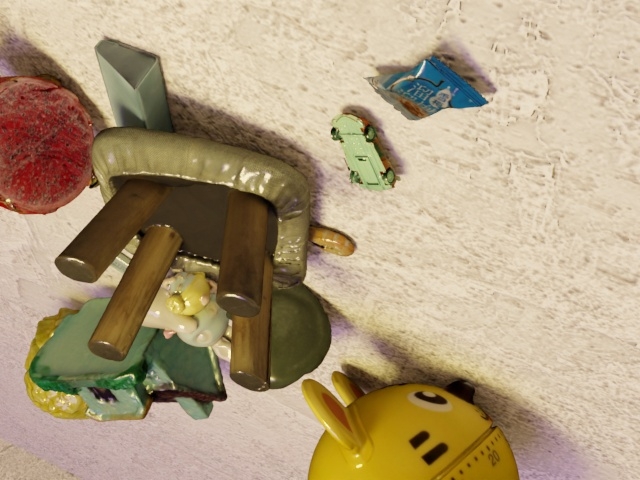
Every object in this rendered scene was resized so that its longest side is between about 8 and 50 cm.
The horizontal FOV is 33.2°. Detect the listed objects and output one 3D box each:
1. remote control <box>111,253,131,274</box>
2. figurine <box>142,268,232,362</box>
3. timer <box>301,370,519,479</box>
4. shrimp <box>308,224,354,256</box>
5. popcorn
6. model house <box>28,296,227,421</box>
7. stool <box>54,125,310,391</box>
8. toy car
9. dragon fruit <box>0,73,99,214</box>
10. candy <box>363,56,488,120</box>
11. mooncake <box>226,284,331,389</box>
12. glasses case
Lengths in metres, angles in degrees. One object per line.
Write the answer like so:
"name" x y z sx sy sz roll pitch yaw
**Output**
"remote control" -0.349 0.052 1.957 0.124 0.018 0.053 34 150 -7
"figurine" -0.218 0.116 1.836 0.235 0.127 0.155 27 131 3
"timer" 0.123 0.359 1.709 0.387 0.376 0.376 52 153 12
"shrimp" 0.000 0.000 1.553 0.108 0.023 0.059 19 157 22
"popcorn" -0.483 0.245 2.199 0.259 0.259 0.212 12 131 30
"model house" -0.346 0.260 2.007 0.280 0.230 0.249 -5 128 31
"stool" -0.185 0.029 1.472 0.310 0.226 0.310 12 146 9
"toy car" 0.054 -0.110 1.319 0.059 0.035 0.122 5 133 38
"dragon fruit" -0.449 -0.149 1.544 0.282 0.211 0.147 25 167 -37
"candy" 0.111 -0.166 1.181 0.088 0.038 0.136 31 161 -29
"mooncake" -0.072 0.149 1.707 0.168 0.175 0.104 12 157 -20
"glasses case" -0.245 -0.165 1.506 0.105 0.056 0.266 45 158 26
